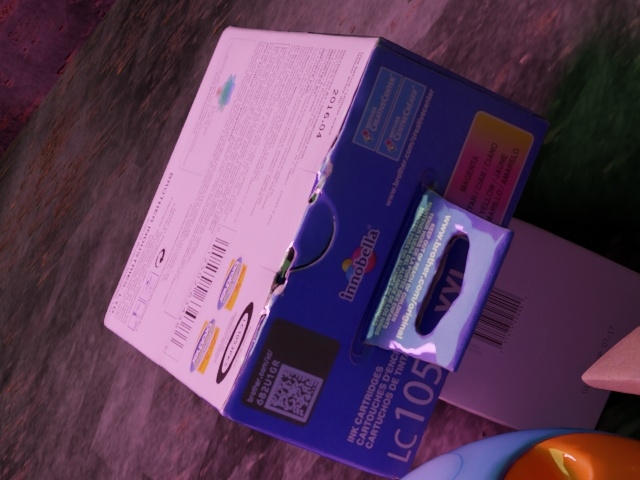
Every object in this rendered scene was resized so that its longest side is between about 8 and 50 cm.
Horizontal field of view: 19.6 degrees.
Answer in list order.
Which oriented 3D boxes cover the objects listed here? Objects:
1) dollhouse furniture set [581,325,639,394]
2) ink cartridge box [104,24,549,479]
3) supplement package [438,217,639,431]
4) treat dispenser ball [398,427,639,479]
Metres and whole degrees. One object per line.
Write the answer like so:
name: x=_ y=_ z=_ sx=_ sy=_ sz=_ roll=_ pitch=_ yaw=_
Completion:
dollhouse furniture set: x=0.272 y=0.100 z=0.850 sx=0.259 sy=0.262 sz=0.135 roll=-38 pitch=11 yaw=-19
ink cartridge box: x=0.000 y=0.000 z=1.317 sx=0.270 sy=0.151 sz=0.395 roll=-68 pitch=20 yaw=-1
supplement package: x=0.117 y=0.047 z=1.388 sx=0.139 sy=0.134 sz=0.244 roll=-66 pitch=21 yaw=1
treat dispenser ball: x=0.127 y=0.241 z=0.959 sx=0.288 sy=0.288 sz=0.288 roll=-50 pitch=27 yaw=38
